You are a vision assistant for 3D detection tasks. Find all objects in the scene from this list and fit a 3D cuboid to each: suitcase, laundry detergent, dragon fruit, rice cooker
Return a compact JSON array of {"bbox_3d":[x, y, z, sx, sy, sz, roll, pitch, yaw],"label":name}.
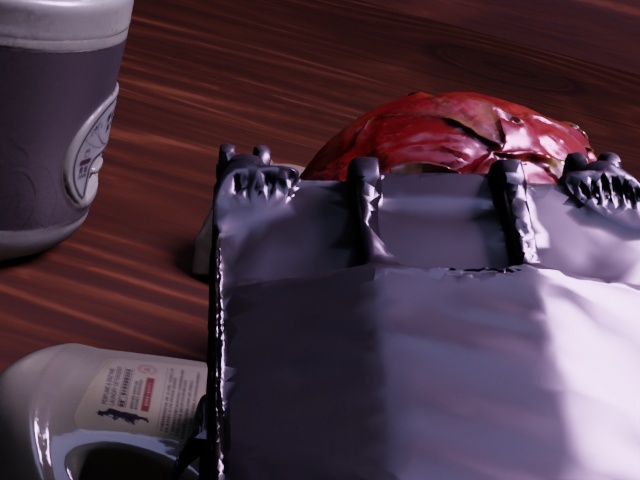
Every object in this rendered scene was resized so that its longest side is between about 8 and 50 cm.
[{"bbox_3d":[0.063,0.134,0.848,0.283,0.194,0.434,0,41,-5],"label":"suitcase"},{"bbox_3d":[-0.116,0.137,1.015,0.253,0.091,0.181,13,29,-6],"label":"laundry detergent"},{"bbox_3d":[0.098,0.019,1.233,0.277,0.277,0.342,13,21,-3],"label":"dragon fruit"},{"bbox_3d":[-0.304,-0.146,1.389,0.288,0.277,0.288,13,18,-4],"label":"rice cooker"}]

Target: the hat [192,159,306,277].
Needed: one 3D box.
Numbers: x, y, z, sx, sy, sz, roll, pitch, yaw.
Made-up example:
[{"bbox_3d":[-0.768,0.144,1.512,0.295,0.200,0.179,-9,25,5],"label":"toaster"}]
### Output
[{"bbox_3d":[0.000,0.000,1.443,0.166,0.144,0.173,-8,6,-43],"label":"hat"}]
